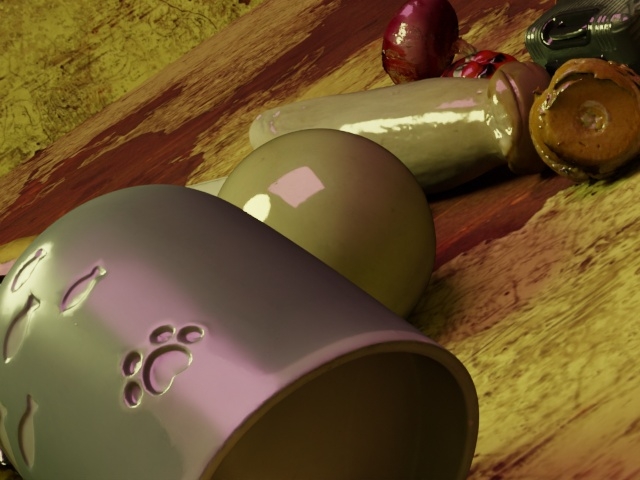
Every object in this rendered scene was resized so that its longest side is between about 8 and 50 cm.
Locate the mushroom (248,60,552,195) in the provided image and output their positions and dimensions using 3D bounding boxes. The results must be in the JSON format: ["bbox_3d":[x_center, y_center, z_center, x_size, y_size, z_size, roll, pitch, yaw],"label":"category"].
[{"bbox_3d":[0.104,-0.112,1.690,0.407,0.154,0.138,-3,51,44],"label":"mushroom"}]

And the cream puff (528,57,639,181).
[{"bbox_3d":[0.272,-0.120,1.459,0.133,0.120,0.104,-6,-2,-2],"label":"cream puff"}]

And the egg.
[{"bbox_3d":[0.000,0.000,1.424,0.219,0.219,0.269,-34,6,-5],"label":"egg"}]

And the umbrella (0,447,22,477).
[{"bbox_3d":[-0.316,0.198,1.541,0.110,0.122,0.272,5,5,-43],"label":"umbrella"}]

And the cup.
[{"bbox_3d":[-0.095,0.156,1.025,0.274,0.259,0.357,37,112,39],"label":"cup"}]

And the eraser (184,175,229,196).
[{"bbox_3d":[-0.034,-0.036,1.651,0.230,0.038,0.157,8,-12,-36],"label":"eraser"}]

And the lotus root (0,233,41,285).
[{"bbox_3d":[-0.385,0.075,1.938,0.182,0.183,0.310,-35,1,-6],"label":"lotus root"}]

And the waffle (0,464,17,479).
[{"bbox_3d":[-0.306,0.173,1.749,0.302,0.068,0.325,-37,23,-8],"label":"waffle"}]

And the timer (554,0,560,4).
[{"bbox_3d":[0.361,-0.292,1.844,0.107,0.109,0.107,-52,22,31],"label":"timer"}]

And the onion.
[{"bbox_3d":[0.169,-0.274,2.089,0.140,0.150,0.150,25,50,26],"label":"onion"}]

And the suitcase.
[{"bbox_3d":[0.386,-0.260,1.603,0.312,0.128,0.202,-39,18,-20],"label":"suitcase"}]

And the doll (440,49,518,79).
[{"bbox_3d":[0.172,-0.174,1.837,0.183,0.085,0.217,-46,14,-28],"label":"doll"}]
